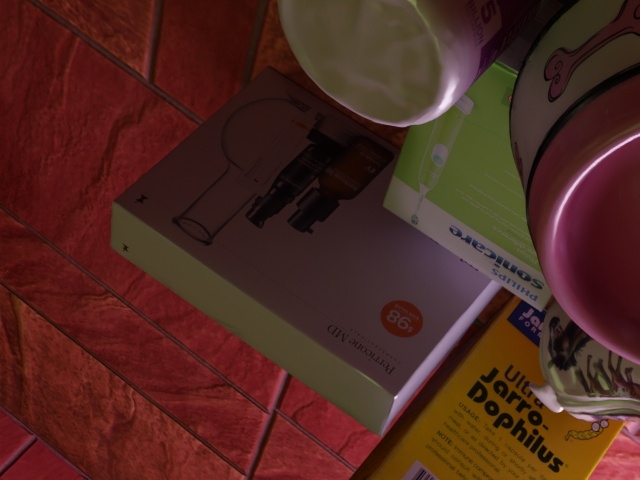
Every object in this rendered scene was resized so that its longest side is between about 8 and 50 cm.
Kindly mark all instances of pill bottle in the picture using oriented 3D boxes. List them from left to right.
[{"bbox_3d":[0.116,-0.240,1.075,0.169,0.301,0.169,28,145,22],"label":"pill bottle"}]

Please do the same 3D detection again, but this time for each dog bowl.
[{"bbox_3d":[0.347,-0.037,1.064,0.408,0.150,0.408,8,139,7],"label":"dog bowl"}]

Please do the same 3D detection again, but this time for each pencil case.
[{"bbox_3d":[0.409,0.131,1.294,0.410,0.183,0.160,8,134,44],"label":"pencil case"}]

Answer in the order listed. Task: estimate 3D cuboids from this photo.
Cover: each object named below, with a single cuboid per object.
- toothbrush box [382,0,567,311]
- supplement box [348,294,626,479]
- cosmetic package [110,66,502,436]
[{"bbox_3d":[0.200,-0.093,1.320,0.206,0.122,0.283,34,145,13],"label":"toothbrush box"},{"bbox_3d":[0.173,0.266,1.540,0.195,0.356,0.194,41,148,3],"label":"supplement box"},{"bbox_3d":[0.000,0.000,1.494,0.377,0.284,0.097,33,146,15],"label":"cosmetic package"}]
